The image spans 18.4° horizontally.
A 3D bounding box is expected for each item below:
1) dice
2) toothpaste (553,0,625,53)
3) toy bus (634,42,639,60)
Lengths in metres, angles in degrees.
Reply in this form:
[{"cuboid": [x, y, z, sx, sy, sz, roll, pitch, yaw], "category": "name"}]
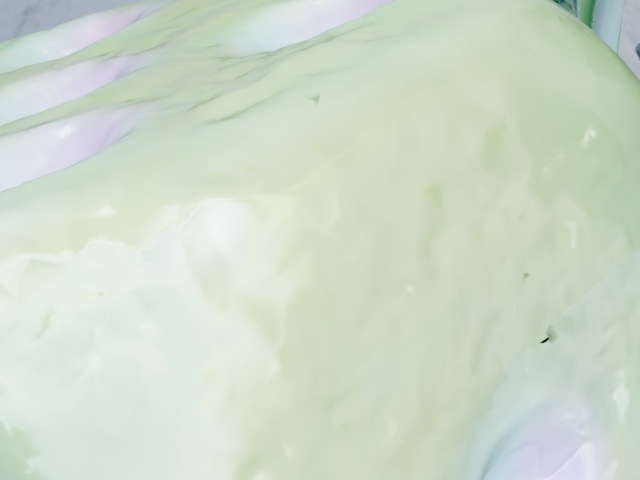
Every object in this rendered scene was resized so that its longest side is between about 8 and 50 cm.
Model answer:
[{"cuboid": [-0.037, 0.073, 0.546, 0.249, 0.254, 0.252, 0, 113, 42], "category": "dice"}, {"cuboid": [0.136, -0.175, 0.939, 0.048, 0.075, 0.297, -16, 146, -12], "category": "toothpaste"}, {"cuboid": [0.244, -0.190, 0.738, 0.162, 0.194, 0.323, 14, 92, -11], "category": "toy bus"}]
